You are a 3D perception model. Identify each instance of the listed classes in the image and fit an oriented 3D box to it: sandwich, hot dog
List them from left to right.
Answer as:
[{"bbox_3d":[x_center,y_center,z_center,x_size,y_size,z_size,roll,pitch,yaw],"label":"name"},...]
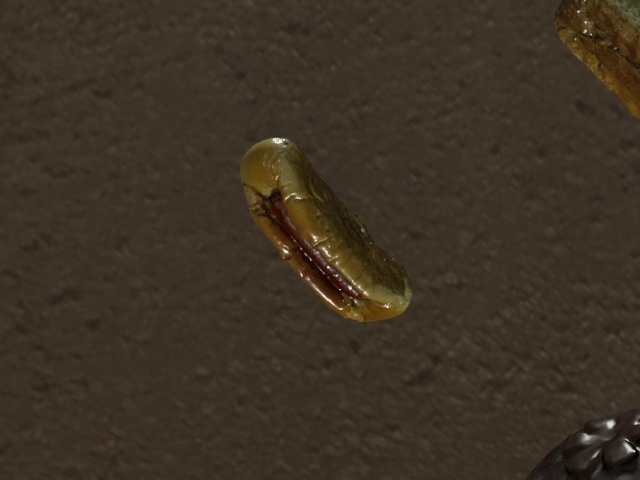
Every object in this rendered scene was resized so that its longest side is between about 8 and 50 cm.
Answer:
[{"bbox_3d":[0.000,0.000,1.470,0.084,0.242,0.073,-26,21,39],"label":"hot dog"},{"bbox_3d":[0.436,-0.242,1.626,0.254,0.100,0.288,41,50,12],"label":"sandwich"}]

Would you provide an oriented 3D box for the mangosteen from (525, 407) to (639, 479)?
[{"bbox_3d":[0.210,0.201,0.779,0.194,0.230,0.194,-33,15,10],"label":"mangosteen"}]
